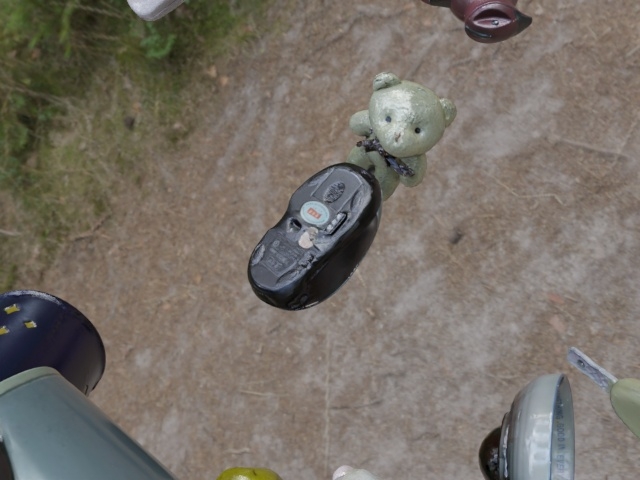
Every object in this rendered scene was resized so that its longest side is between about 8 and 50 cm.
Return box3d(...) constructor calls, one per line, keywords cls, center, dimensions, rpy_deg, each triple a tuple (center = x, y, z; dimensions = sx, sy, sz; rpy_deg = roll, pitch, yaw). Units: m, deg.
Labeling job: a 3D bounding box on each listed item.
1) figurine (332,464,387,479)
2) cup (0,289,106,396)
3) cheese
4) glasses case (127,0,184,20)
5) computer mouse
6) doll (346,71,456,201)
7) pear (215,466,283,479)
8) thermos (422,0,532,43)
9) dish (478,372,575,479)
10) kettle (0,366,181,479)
box3d(cls="figurine", center=(0.017, 0.391, 0.949), dimensions=(0.257, 0.182, 0.144), rpy_deg=(-42, 72, 37))
box3d(cls="cup", center=(-0.403, 0.228, 0.863), dimensions=(0.255, 0.178, 0.256), rpy_deg=(-53, 12, 24))
box3d(cls="cheese", center=(0.391, 0.200, 0.921), dimensions=(0.037, 0.097, 0.192), rpy_deg=(-28, 43, -20))
box3d(cls="glasses case", center=(-0.098, -0.186, 0.502), dimensions=(0.083, 0.021, 0.032), rpy_deg=(-39, 74, 2))
box3d(cls="computer mouse", center=(0.000, 0.000, 1.015), dimensions=(0.233, 0.096, 0.137), rpy_deg=(-49, 41, -2))
box3d(cls="doll", center=(0.132, -0.181, 1.407), dimensions=(0.278, 0.175, 0.149), rpy_deg=(118, 173, -50))
box3d(cls="pear", center=(-0.119, 0.470, 1.245), dimensions=(0.149, 0.149, 0.162), rpy_deg=(-18, 76, 39))
box3d(cls="thermos", center=(0.219, -0.430, 1.093), dimensions=(0.109, 0.137, 0.330), rpy_deg=(128, 143, -51))
box3d(cls="dish", center=(0.312, 0.341, 1.122), dimensions=(0.134, 0.273, 0.273), rpy_deg=(-1, 73, 25))
box3d(cls="kettle", center=(-0.100, 0.192, 0.367), dimensions=(0.160, 0.210, 0.243), rpy_deg=(-41, 80, -17))
